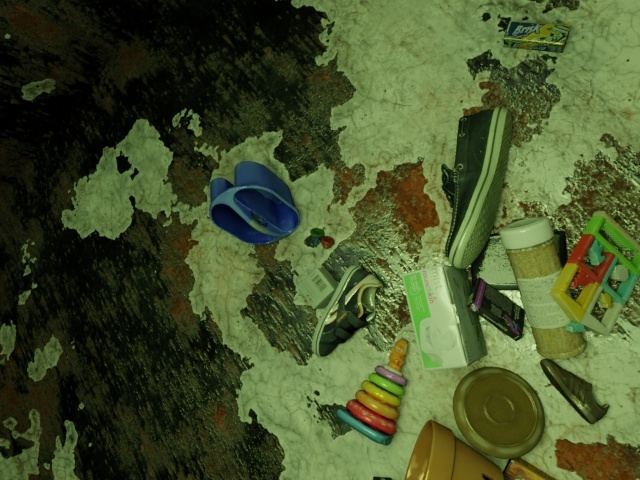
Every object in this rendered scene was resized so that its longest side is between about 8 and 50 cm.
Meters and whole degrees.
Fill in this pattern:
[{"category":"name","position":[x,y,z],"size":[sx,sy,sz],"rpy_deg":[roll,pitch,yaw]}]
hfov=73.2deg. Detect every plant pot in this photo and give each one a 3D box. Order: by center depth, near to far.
[{"category":"plant pot","position":[0.343,0.655,1.129],"size":[0.204,0.291,0.290],"rpy_deg":[20,91,10]},{"category":"plant pot","position":[0.479,0.455,1.156],"size":[0.237,0.032,0.236],"rpy_deg":[-4,61,7]}]

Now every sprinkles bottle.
[{"category":"sprinkles bottle","position":[0.571,0.121,1.106],"size":[0.122,0.121,0.354],"rpy_deg":[-17,96,22]}]

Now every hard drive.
[{"category":"hard drive","position":[0.557,0.055,1.221],"size":[0.255,0.054,0.171],"rpy_deg":[-4,81,25]}]

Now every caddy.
[{"category":"caddy","position":[-0.223,-0.107,1.471],"size":[0.242,0.341,0.179],"rpy_deg":[-28,55,20]}]

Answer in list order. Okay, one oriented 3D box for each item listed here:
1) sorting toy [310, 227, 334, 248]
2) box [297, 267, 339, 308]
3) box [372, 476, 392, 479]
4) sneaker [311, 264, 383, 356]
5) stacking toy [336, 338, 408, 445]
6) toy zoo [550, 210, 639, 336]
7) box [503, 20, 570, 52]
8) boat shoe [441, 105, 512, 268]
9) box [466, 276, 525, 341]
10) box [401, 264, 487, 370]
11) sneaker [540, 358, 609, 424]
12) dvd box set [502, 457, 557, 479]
[{"category":"sorting toy","position":[0.000,0.000,1.500],"size":[0.102,0.061,0.042],"rpy_deg":[37,133,32]},{"category":"box","position":[-0.001,0.162,1.451],"size":[0.102,0.087,0.101],"rpy_deg":[-45,67,14]},{"category":"box","position":[0.173,0.811,1.173],"size":[0.060,0.270,0.215],"rpy_deg":[2,82,5]},{"category":"sneaker","position":[0.087,0.244,1.376],"size":[0.128,0.126,0.320],"rpy_deg":[26,93,32]},{"category":"stacking toy","position":[0.196,0.438,1.302],"size":[0.166,0.175,0.301],"rpy_deg":[23,79,26]},{"category":"toy zoo","position":[0.683,0.100,1.063],"size":[0.192,0.030,0.293],"rpy_deg":[37,79,-14]},{"category":"box","position":[0.638,-0.604,1.278],"size":[0.169,0.054,0.059],"rpy_deg":[20,92,26]},{"category":"boat shoe","position":[0.422,-0.156,1.228],"size":[0.156,0.187,0.499],"rpy_deg":[8,72,32]},{"category":"box","position":[0.483,0.186,1.180],"size":[0.162,0.116,0.029],"rpy_deg":[35,131,5]},{"category":"box","position":[0.350,0.208,1.193],"size":[0.127,0.231,0.261],"rpy_deg":[-18,76,31]},{"category":"sneaker","position":[0.663,0.380,1.129],"size":[0.071,0.066,0.188],"rpy_deg":[-36,74,-1]},{"category":"dvd box set","position":[0.623,0.798,1.079],"size":[0.421,0.062,0.307],"rpy_deg":[27,95,26]}]
